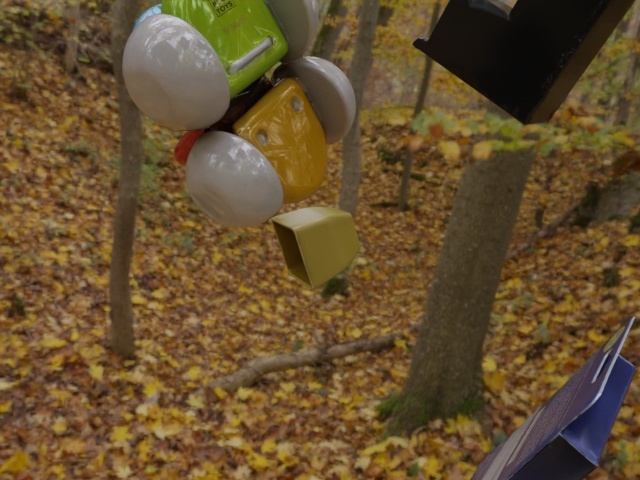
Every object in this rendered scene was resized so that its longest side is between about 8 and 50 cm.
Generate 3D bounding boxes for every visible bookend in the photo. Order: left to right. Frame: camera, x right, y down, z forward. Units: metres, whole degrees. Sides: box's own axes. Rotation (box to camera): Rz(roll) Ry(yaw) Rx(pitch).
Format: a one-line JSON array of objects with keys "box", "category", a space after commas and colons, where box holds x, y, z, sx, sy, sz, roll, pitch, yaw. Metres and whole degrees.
[{"box": [0.203, -0.226, 0.615, 0.157, 0.156, 0.072, 43, 35, 23], "category": "bookend"}]

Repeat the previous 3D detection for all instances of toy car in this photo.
[{"box": [-0.071, -0.108, 0.453, 0.136, 0.182, 0.159, 4, 42, 41], "category": "toy car"}]

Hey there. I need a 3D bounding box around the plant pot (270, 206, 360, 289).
[{"box": [0.000, 0.000, 0.746, 0.083, 0.081, 0.081, -23, 20, -19], "category": "plant pot"}]

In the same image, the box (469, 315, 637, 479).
[{"box": [0.176, 0.167, 0.482, 0.036, 0.225, 0.136, 40, 38, 18], "category": "box"}]
